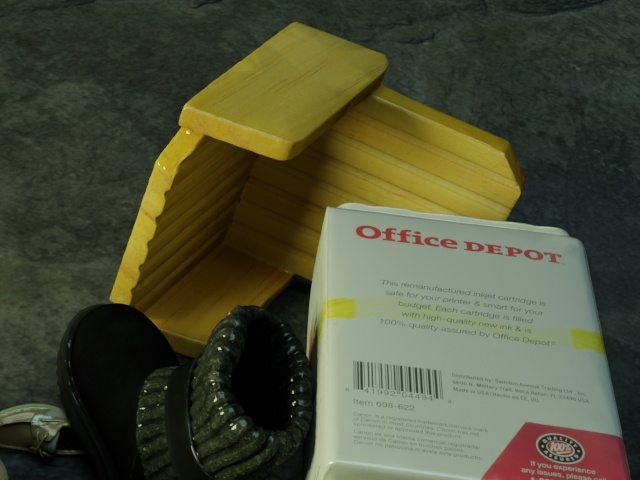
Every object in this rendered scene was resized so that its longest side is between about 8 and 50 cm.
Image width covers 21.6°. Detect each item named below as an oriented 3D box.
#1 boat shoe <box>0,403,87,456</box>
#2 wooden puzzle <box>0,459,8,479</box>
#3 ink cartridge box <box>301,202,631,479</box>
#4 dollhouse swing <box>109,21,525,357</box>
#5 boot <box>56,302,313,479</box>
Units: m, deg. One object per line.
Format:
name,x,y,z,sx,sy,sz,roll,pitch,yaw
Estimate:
boat shoe,-0.280,0.201,1.740,0.135,0.050,0.045,-2,34,-17
wooden puzzle,-0.463,0.248,1.482,0.322,0.080,0.348,37,88,30
ink cartridge box,0.129,0.151,1.632,0.279,0.160,0.384,8,38,-5
dollhouse swing,0.000,0.000,1.842,0.305,0.347,0.315,35,42,10
boot,-0.134,0.136,1.657,0.131,0.260,0.348,3,45,-34
